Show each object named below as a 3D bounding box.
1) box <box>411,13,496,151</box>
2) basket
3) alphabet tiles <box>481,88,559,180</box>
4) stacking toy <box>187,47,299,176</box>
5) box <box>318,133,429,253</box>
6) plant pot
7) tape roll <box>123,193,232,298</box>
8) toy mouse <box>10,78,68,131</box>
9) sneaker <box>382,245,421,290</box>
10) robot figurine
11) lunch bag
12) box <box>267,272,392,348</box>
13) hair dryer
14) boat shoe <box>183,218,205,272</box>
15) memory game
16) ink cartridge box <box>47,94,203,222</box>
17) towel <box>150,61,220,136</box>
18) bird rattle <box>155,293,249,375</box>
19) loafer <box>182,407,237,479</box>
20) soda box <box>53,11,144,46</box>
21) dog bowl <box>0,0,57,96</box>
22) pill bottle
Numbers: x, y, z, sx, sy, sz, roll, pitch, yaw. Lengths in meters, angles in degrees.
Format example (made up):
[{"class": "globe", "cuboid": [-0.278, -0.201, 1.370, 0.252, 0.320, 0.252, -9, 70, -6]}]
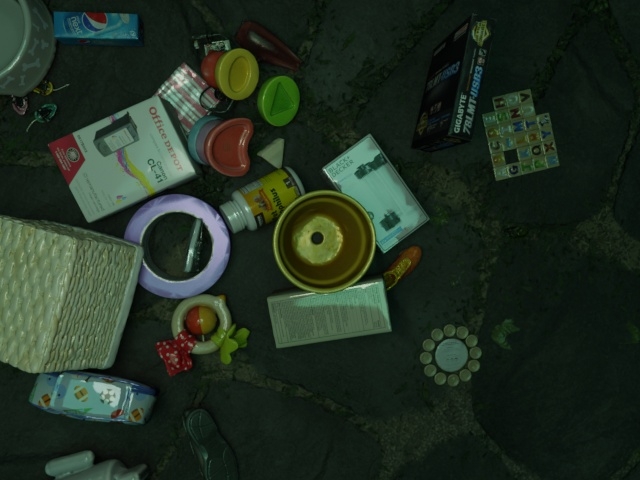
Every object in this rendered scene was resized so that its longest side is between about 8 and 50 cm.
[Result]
[{"class": "box", "cuboid": [0.336, -0.389, 1.440, 0.073, 0.295, 0.293, 10, 92, -8]}, {"class": "basket", "cuboid": [-0.660, 0.123, 1.330, 0.328, 0.266, 0.331, 14, 88, 17]}, {"class": "alphabet tiles", "cuboid": [0.575, -0.309, 1.610, 0.198, 0.009, 0.237, -14, 94, -4]}, {"class": "stacking toy", "cuboid": [-0.210, -0.329, 1.458, 0.280, 0.130, 0.308, 1, 108, -49]}, {"class": "box", "cuboid": [0.145, -0.127, 1.538, 0.169, 0.087, 0.290, -35, 95, -3]}, {"class": "plant pot", "cuboid": [0.000, 0.000, 1.452, 0.254, 0.239, 0.253, 0, 92, -6]}, {"class": "tape roll", "cuboid": [-0.378, 0.014, 1.494, 0.275, 0.090, 0.274, 0, 93, -6]}, {"class": "toy mouse", "cuboid": [-0.752, -0.354, 1.468, 0.161, 0.031, 0.143, 10, 91, -6]}, {"class": "sneaker", "cuboid": [0.223, 0.085, 1.566, 0.064, 0.067, 0.175, 44, 86, -4]}, {"class": "robot figurine", "cuboid": [-0.616, 0.700, 1.446, 0.354, 0.200, 0.299, -20, 80, -5]}, {"class": "lunch bag", "cuboid": [-0.572, 0.390, 1.423, 0.304, 0.243, 0.114, 16, 76, -7]}, {"class": "box", "cuboid": [0.028, 0.186, 1.495, 0.311, 0.121, 0.147, -8, 94, 6]}, {"class": "hair dryer", "cuboid": [-0.194, -0.473, 1.499, 0.294, 0.080, 0.223, -12, 105, -8]}, {"class": "boat shoe", "cuboid": [-0.320, 0.015, 1.435, 0.040, 0.049, 0.142, 12, 93, -25]}, {"class": "memory game", "cuboid": [0.379, 0.334, 1.620, 0.186, 0.012, 0.186, 0, 93, -5]}, {"class": "ink cartridge box", "cuboid": [-0.494, -0.208, 1.439, 0.306, 0.131, 0.226, -25, 97, 1]}, {"class": "towel", "cuboid": [-0.382, -0.363, 1.505, 0.144, 0.029, 0.197, 43, 88, -5]}, {"class": "bird rattle", "cuboid": [-0.326, 0.250, 1.517, 0.254, 0.143, 0.206, -9, 82, 8]}, {"class": "loafer", "cuboid": [-0.308, 0.581, 1.543, 0.096, 0.084, 0.267, -25, 100, -35]}, {"class": "soda box", "cuboid": [-0.576, -0.551, 1.455, 0.210, 0.071, 0.067, -1, 93, -5]}, {"class": "dog bowl", "cuboid": [-0.859, -0.521, 1.399, 0.349, 0.102, 0.348, 0, 89, -2]}, {"class": "pill bottle", "cuboid": [-0.154, -0.103, 1.477, 0.215, 0.117, 0.117, -29, 95, -15]}]
